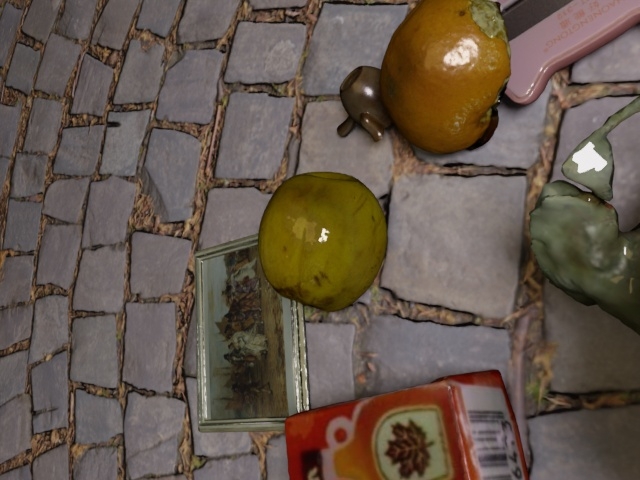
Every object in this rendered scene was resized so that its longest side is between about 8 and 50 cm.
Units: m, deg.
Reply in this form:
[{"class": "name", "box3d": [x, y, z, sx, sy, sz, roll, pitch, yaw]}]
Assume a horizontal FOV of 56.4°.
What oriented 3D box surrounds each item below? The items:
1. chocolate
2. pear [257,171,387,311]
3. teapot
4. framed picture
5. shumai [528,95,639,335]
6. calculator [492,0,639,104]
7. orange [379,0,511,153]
[{"class": "chocolate", "box3d": [0.079, 0.261, 0.576, 0.235, 0.108, 0.237, -23, 63, 32]}, {"class": "pear", "box3d": [0.000, 0.000, 0.680, 0.149, 0.149, 0.162, 16, 95, 40]}, {"class": "teapot", "box3d": [0.047, -0.153, 0.718, 0.110, 0.080, 0.085, -21, 39, 48]}, {"class": "framed picture", "box3d": [-0.105, 0.125, 0.824, 0.217, 0.017, 0.274, -17, 71, 36]}, {"class": "shumai", "box3d": [0.327, 0.011, 0.327, 0.395, 0.395, 0.348, -41, 32, 26]}, {"class": "calculator", "box3d": [0.231, -0.308, 0.621, 0.220, 0.048, 0.329, -29, 62, 33]}, {"class": "orange", "box3d": [0.119, -0.166, 0.612, 0.169, 0.112, 0.160, 67, 162, -8]}]
